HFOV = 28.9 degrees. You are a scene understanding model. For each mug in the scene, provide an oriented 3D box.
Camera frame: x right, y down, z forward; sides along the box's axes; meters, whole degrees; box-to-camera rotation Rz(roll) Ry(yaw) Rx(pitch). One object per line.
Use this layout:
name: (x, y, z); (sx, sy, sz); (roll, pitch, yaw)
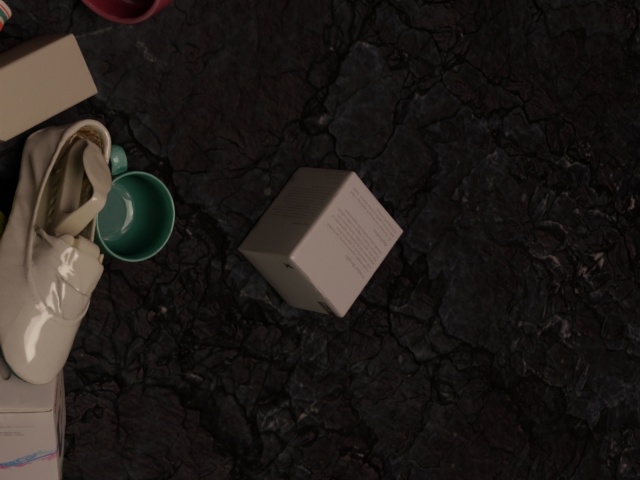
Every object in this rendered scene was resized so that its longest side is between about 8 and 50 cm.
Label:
mug: (-0.287, -0.052, 1.802); (0.130, 0.097, 0.157); (18, 84, -37)

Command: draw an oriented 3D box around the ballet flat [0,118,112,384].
ballet flat: (-0.340, -0.007, 1.626); (0.139, 0.139, 0.400); (31, 42, -36)

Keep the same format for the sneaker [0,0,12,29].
sneaker: (-0.486, -0.318, 1.636); (0.161, 0.057, 0.075); (39, 67, -37)

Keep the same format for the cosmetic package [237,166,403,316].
cosmetic package: (0.000, 0.000, 1.995); (0.183, 0.151, 0.151); (-53, 123, -20)

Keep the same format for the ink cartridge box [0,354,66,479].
ink cartridge box: (-0.393, 0.238, 1.663); (0.093, 0.154, 0.212); (-1, 132, -7)

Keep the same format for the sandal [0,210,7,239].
sandal: (-0.454, 0.070, 1.697); (0.138, 0.126, 0.317); (-22, 123, 6)

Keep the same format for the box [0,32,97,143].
box: (-0.446, -0.181, 1.654); (0.275, 0.113, 0.094); (-33, 115, -28)

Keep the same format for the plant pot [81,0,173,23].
plant pot: (-0.243, -0.428, 1.737); (0.180, 0.201, 0.201); (-41, 120, -43)
